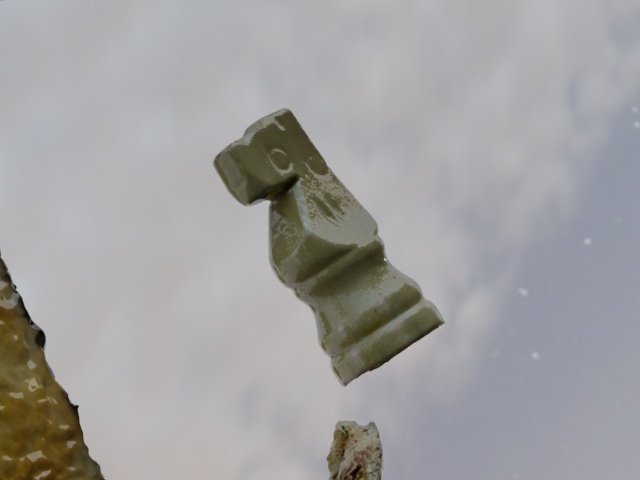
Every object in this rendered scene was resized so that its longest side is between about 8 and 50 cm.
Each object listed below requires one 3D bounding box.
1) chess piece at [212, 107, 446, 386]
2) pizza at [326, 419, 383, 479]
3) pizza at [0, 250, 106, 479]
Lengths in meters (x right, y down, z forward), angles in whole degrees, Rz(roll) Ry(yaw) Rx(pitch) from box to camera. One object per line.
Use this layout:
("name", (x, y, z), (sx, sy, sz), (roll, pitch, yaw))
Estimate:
("chess piece", (0.000, 0.000, 1.032), (0.090, 0.200, 0.090), (-33, -4, -2))
("pizza", (0.030, 0.275, 1.404), (0.161, 0.062, 0.182), (179, 97, -82))
("pizza", (-0.272, 0.102, 0.748), (0.434, 0.392, 0.080), (21, -43, -36))
